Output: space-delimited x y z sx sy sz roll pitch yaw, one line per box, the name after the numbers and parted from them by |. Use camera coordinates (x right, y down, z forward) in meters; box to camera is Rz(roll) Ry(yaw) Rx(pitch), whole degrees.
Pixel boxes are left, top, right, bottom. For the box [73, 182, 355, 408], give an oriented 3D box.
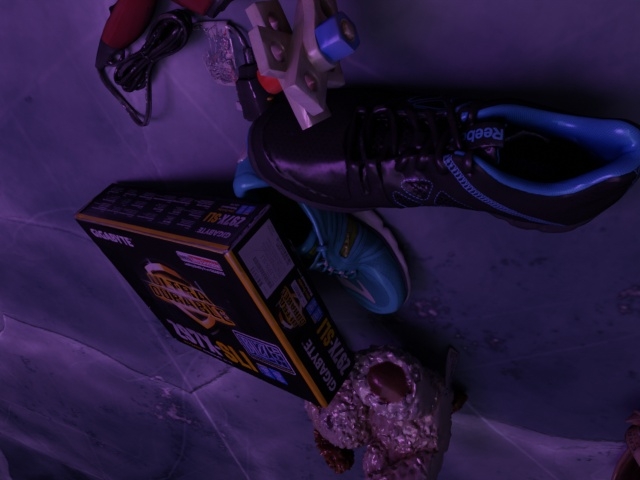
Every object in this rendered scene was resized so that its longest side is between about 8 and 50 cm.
-0.136 0.059 0.676 0.321 0.079 0.257 11 141 41 | box

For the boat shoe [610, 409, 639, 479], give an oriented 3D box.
0.453 0.269 0.688 0.110 0.122 0.341 3 132 17 | boat shoe

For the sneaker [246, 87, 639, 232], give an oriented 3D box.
0.097 -0.087 0.473 0.340 0.125 0.140 6 173 6 | sneaker

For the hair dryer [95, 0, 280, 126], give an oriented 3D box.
-0.169 -0.228 0.504 0.223 0.080 0.294 4 131 18 | hair dryer

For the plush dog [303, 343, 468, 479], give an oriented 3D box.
0.075 0.245 0.801 0.225 0.210 0.263 5 105 35 | plush dog

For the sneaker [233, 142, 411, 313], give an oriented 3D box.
0.000 0.000 0.625 0.107 0.110 0.275 -27 118 37 | sneaker

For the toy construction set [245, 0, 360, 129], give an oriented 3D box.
0.072 -0.229 0.378 0.327 0.151 0.215 -25 119 24 | toy construction set
